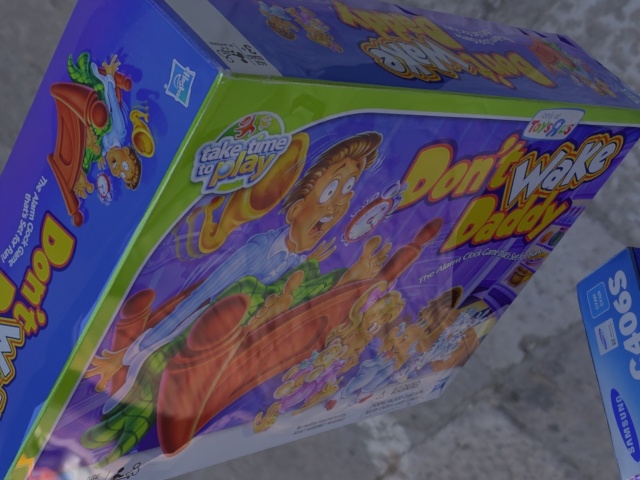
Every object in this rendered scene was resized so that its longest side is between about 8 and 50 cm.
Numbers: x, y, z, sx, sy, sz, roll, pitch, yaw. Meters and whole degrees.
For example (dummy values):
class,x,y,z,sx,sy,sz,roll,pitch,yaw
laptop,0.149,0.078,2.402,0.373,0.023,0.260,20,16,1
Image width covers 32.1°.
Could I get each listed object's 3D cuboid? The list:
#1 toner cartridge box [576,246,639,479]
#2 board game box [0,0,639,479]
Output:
class,x,y,z,sx,sy,sz,roll,pitch,yaw
toner cartridge box,0.381,0.102,0.889,0.348,0.165,0.075,5,151,-24
board game box,0.000,0.000,0.550,0.078,0.347,0.233,47,121,27
